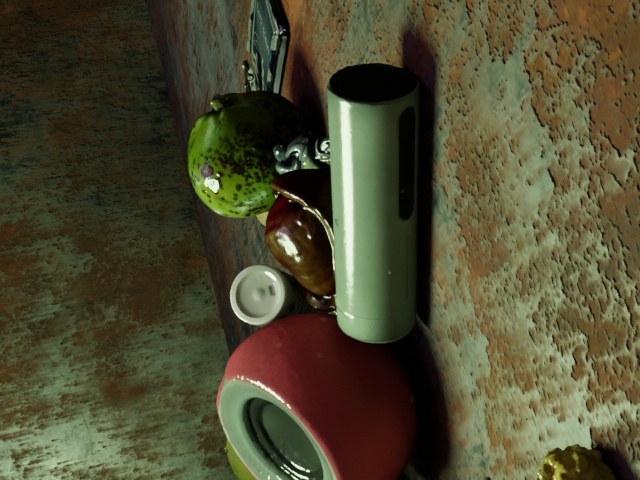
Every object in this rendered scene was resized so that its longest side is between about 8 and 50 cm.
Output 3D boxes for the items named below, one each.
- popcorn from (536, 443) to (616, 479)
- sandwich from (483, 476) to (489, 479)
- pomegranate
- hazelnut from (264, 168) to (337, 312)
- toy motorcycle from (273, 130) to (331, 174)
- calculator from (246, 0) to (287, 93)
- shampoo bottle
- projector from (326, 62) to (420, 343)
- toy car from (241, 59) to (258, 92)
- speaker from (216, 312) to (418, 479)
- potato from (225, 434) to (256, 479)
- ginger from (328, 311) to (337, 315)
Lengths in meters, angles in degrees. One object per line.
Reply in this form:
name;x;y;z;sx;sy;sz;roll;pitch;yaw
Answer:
popcorn;0.220;0.219;0.780;0.082;0.057;0.083;-125;29;-45
sandwich;0.209;0.345;1.048;0.074;0.074;0.116;97;-171;-56
pomegranate;-0.108;-0.125;1.537;0.204;0.222;0.276;48;170;26
hazelnut;0.003;0.000;1.267;0.170;0.161;0.201;-166;73;-81
toy motorcycle;-0.018;-0.102;1.379;0.061;0.124;0.193;-56;-11;-36
calculator;-0.101;-0.362;1.680;0.274;0.028;0.165;108;148;-64
shampoo bottle;-0.042;0.104;1.449;0.303;0.092;0.092;28;-135;-69
projector;0.065;-0.037;1.099;0.108;0.108;0.337;-121;23;-54
toy car;-0.132;-0.304;1.733;0.093;0.025;0.041;90;162;-53
speaker;-0.002;0.240;1.271;0.294;0.294;0.294;168;90;-77
potato;-0.064;0.378;1.767;0.269;0.219;0.359;63;178;3
ginger;0.032;0.080;1.405;0.137;0.074;0.213;63;-170;-60
